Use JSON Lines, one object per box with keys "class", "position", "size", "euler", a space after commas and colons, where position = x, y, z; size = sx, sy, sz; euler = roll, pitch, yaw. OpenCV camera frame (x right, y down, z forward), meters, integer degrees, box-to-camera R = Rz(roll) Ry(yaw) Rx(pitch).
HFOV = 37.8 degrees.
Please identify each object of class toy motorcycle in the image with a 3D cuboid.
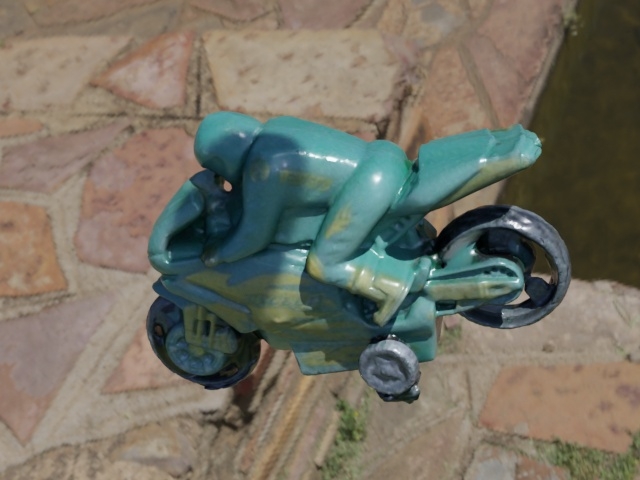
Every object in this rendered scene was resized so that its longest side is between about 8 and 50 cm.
{"class": "toy motorcycle", "position": [0.002, 0.000, 0.596], "size": [0.297, 0.198, 0.109], "euler": [-9, 28, 20]}
